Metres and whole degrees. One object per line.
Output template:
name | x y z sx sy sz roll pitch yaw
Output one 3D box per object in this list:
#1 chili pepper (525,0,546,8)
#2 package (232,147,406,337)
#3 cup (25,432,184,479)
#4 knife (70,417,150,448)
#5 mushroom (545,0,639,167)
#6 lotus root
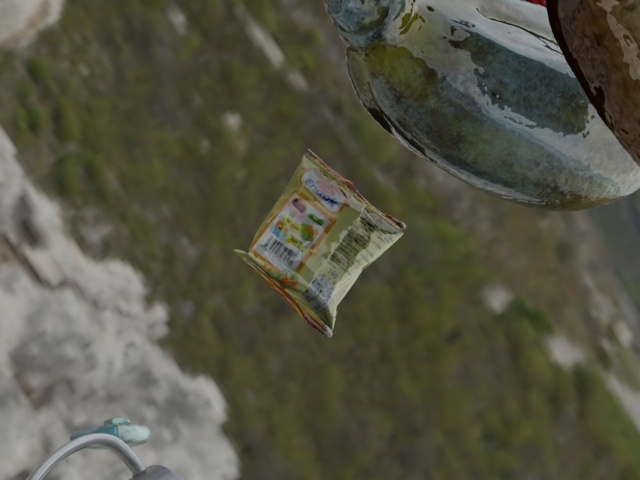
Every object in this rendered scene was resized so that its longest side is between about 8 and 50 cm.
chili pepper | 0.219 -0.315 1.738 0.131 0.135 0.338 -41 143 -80
package | -0.001 0.002 1.519 0.108 0.120 0.031 39 -15 -11
cup | -0.171 0.262 1.553 0.134 0.142 0.173 14 -54 55
knife | -0.219 0.198 1.901 0.222 0.064 0.031 158 -70 -71
mushroom | 0.313 -0.157 1.187 0.345 0.345 0.259 60 15 7
lotus root | 0.115 -0.111 1.390 0.322 0.140 0.158 19 34 -34
